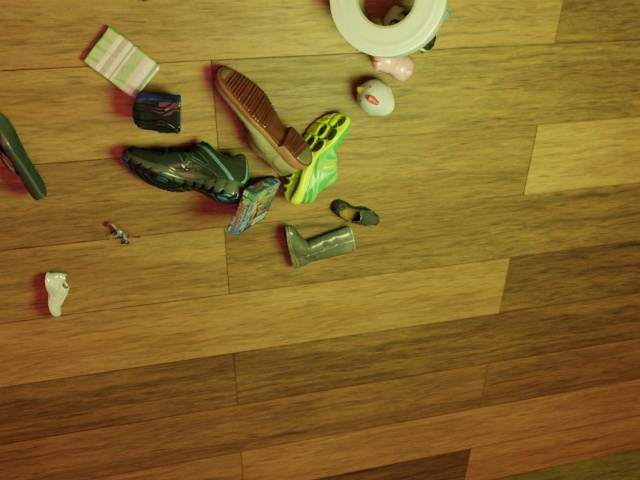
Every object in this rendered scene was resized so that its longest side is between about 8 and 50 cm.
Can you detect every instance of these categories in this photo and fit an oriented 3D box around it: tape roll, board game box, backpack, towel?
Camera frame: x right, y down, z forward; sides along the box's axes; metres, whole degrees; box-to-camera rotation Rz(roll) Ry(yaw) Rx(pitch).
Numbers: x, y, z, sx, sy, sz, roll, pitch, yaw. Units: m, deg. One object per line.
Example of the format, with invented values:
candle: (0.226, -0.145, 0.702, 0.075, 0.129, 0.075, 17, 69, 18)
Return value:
tape roll: (0.169, -0.595, 1.523, 0.286, 0.100, 0.286, 4, 104, 15)
board game box: (-0.184, -0.101, 1.754, 0.035, 0.201, 0.136, 30, 112, 7)
backpack: (-0.419, -0.330, 1.596, 0.120, 0.101, 0.098, 0, 119, -11)
towel: (-0.496, -0.444, 1.555, 0.152, 0.023, 0.113, 37, 103, -29)

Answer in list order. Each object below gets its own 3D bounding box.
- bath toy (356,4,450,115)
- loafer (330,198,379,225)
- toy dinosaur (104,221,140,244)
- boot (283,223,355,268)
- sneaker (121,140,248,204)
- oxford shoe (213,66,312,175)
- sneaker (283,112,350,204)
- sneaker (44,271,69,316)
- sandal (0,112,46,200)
bath toy: (0.199, -0.495, 1.658, 0.151, 0.129, 0.348, 33, 110, 6)
loafer: (0.113, -0.073, 1.929, 0.170, 0.061, 0.062, 14, 115, -24)
toy dinosaur: (-0.580, -0.026, 1.787, 0.090, 0.047, 0.082, -35, 121, -34)
boot: (-0.001, -0.002, 1.933, 0.209, 0.076, 0.189, -14, 138, 1)
sneaker: (-0.363, -0.204, 1.696, 0.341, 0.125, 0.139, 15, 73, -10)
oxford shoe: (-0.178, -0.305, 1.673, 0.130, 0.123, 0.348, -25, 115, 39)
sneaker: (-0.001, -0.234, 1.790, 0.123, 0.109, 0.295, 11, 117, -50)
sneaker: (-0.770, 0.161, 1.825, 0.061, 0.053, 0.152, -3, 121, -17)
sandal: (-0.778, -0.206, 1.571, 0.055, 0.097, 0.254, -18, 124, -4)
